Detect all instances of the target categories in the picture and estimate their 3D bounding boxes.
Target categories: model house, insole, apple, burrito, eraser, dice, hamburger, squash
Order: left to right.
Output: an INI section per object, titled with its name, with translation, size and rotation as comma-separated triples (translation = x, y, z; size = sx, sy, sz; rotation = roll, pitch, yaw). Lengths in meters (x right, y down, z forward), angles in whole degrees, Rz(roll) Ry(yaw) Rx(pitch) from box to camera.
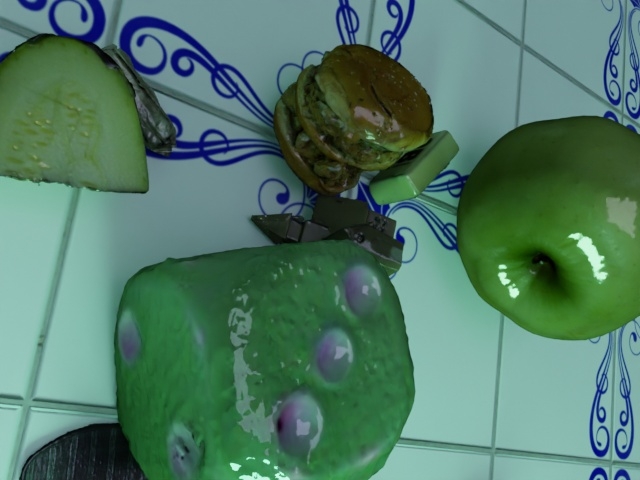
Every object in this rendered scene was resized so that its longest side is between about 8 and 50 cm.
[squash]
translation = -0.344, -0.176, 0.884
size = 0.237, 0.204, 0.155
rotation = 9, 113, -40
[insole]
translation = -0.271, 0.319, 0.974
size = 0.310, 0.012, 0.110
rotation = 9, 77, -37
[burrito]
translation = -0.276, -0.210, 1.019
size = 0.058, 0.045, 0.188
rotation = -34, 109, -10
[dice]
translation = -0.081, 0.176, 0.940
size = 0.322, 0.318, 0.330
rotation = -3, 83, -39
[model house]
translation = 0.000, 0.000, 1.155
size = 0.248, 0.176, 0.180
rotation = 20, 71, -18
[hamburger]
translation = 0.058, -0.217, 1.173
size = 0.261, 0.211, 0.245
rotation = 6, 60, -38
[eraser]
translation = 0.183, -0.144, 1.328
size = 0.172, 0.117, 0.058
rotation = -45, 112, -33
[apple]
translation = 0.514, -0.039, 1.384
size = 0.474, 0.474, 0.473
rotation = 6, 81, -38
